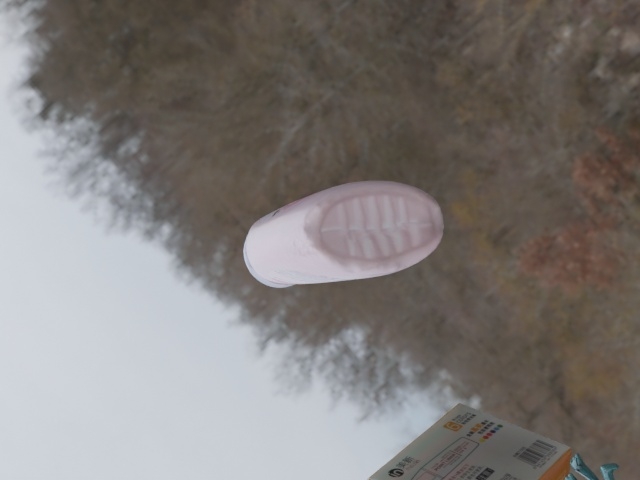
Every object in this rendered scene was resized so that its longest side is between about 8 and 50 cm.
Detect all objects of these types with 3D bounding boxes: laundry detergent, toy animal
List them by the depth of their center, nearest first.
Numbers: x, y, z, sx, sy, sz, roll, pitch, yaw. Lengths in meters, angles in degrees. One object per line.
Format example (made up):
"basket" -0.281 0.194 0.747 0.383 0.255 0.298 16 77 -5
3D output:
"laundry detergent" 0.000 0.000 1.281 0.335 0.159 0.087 166 100 -72
"toy animal" 0.416 0.364 1.737 0.208 0.103 0.100 48 178 -31

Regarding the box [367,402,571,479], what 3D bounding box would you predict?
"box" 0.229 0.375 1.961 0.221 0.274 0.091 20 123 35
